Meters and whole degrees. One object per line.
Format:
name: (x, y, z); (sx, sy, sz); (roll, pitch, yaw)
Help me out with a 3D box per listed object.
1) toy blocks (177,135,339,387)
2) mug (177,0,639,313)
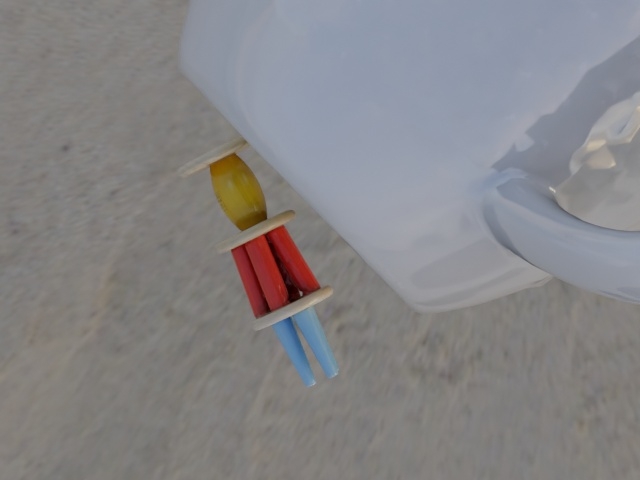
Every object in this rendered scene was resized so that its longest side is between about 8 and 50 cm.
toy blocks: (0.000, 0.000, 1.011); (0.123, 0.054, 0.148); (-25, 92, 26)
mug: (0.127, -0.114, 0.788); (0.328, 0.374, 0.276); (-44, 131, 1)
